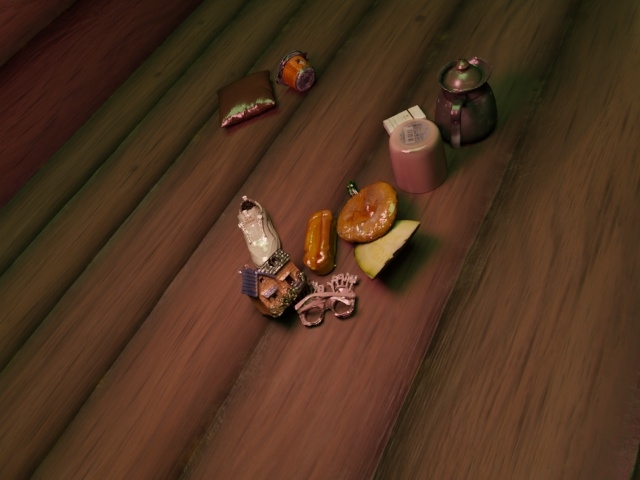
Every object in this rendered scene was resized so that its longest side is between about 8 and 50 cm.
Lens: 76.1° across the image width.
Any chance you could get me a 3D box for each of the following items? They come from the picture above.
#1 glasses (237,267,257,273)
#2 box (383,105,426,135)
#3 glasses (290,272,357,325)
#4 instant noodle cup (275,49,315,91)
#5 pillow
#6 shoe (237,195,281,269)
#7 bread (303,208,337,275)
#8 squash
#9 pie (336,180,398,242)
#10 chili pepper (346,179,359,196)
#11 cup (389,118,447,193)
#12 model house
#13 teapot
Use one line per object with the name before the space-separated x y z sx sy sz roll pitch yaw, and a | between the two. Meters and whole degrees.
glasses | -0.235 0.123 1.441 0.139 0.104 0.063 29 73 38
box | 0.341 -0.482 1.658 0.154 0.040 0.084 -24 50 5
glasses | 0.000 0.173 1.322 0.255 0.095 0.162 -15 44 9
instant noodle cup | -0.104 -0.810 1.990 0.208 0.177 0.125 -49 66 10
pillow | -0.374 -0.715 2.060 0.307 0.108 0.306 -20 54 7
shoe | -0.244 -0.046 1.527 0.124 0.159 0.316 -25 49 3
bread | 0.000 0.000 1.439 0.101 0.094 0.246 -9 55 23
squash | 0.183 0.012 1.319 0.155 0.204 0.237 42 76 14
pie | 0.159 -0.097 1.405 0.273 0.069 0.274 -37 33 28
chili pepper | 0.135 -0.187 1.544 0.055 0.035 0.118 -43 53 -11
cup | 0.355 -0.326 1.446 0.191 0.200 0.253 18 65 31
model house | -0.161 0.125 1.336 0.183 0.172 0.166 -43 16 -24
teapot | 0.485 -0.490 1.449 0.305 0.285 0.223 -44 53 -12
